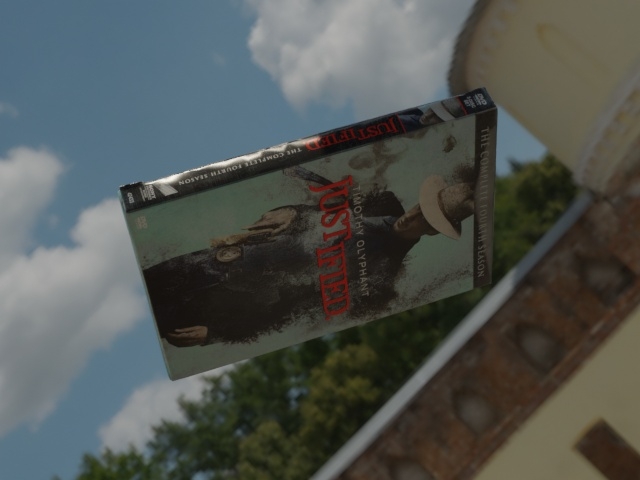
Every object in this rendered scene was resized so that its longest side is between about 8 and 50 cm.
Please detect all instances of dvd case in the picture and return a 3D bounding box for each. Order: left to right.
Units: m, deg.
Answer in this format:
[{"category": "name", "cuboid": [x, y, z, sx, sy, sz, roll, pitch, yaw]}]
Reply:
[{"category": "dvd case", "cuboid": [0.000, 0.000, 0.427, 0.119, 0.013, 0.087, -17, -41, -10]}]
